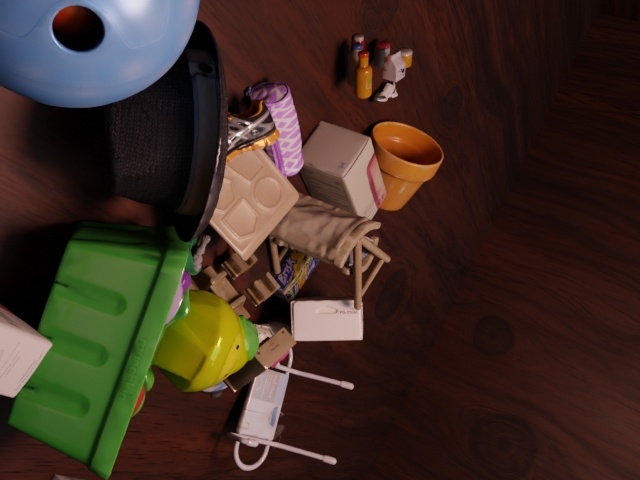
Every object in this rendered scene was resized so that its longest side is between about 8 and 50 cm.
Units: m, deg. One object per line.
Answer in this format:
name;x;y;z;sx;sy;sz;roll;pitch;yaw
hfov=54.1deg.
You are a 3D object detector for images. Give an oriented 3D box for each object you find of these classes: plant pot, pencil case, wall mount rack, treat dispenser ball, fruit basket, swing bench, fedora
plant pot;0.206;-0.192;1.725;0.205;0.205;0.188;-32;153;-46
pencil case;-0.086;-0.226;1.284;0.206;0.086;0.088;76;12;-48
wall mount rack;-0.080;0.445;1.646;0.304;0.130;0.350;26;72;-37
treat dispenser ball;-0.277;-0.294;0.688;0.288;0.288;0.288;-40;143;-39
fruit basket;-0.262;0.167;1.022;0.391;0.283;0.392;-3;103;-14
swing bench;0.000;0.000;1.422;0.165;0.253;0.255;-57;154;-19
fedora;-0.246;-0.163;0.908;0.152;0.334;0.334;2;113;-26

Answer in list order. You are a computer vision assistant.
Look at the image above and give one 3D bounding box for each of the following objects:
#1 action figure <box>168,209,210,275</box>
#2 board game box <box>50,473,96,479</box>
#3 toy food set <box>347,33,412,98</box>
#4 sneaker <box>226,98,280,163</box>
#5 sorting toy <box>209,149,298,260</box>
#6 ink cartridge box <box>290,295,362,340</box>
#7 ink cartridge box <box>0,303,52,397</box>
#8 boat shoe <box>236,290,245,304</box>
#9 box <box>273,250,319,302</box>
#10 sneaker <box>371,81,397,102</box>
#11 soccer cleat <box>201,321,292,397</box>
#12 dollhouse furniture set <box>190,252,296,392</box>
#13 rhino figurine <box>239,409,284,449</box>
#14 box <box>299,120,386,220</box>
action figure;-0.244;-0.016;1.161;0.063;0.137;0.232;-18;142;-23
board game box;-0.472;0.607;1.264;0.224;0.097;0.303;-59;153;-14
toy food set;0.132;-0.433;1.473;0.232;0.111;0.105;-39;143;-36
sneaker;-0.177;-0.193;1.152;0.214;0.084;0.083;-30;124;-29
sorting toy;-0.158;-0.095;1.256;0.193;0.038;0.208;-51;120;-24
ink cartridge box;0.017;0.195;1.596;0.237;0.171;0.100;71;18;-87
ink cartridge box;-0.480;0.104;0.788;0.092;0.158;0.218;-58;151;-13
boat shoe;-0.227;0.167;1.395;0.152;0.056;0.049;-37;155;-41
box;-0.060;0.071;1.593;0.169;0.059;0.054;-55;149;-20
sneaker;0.166;-0.391;1.654;0.109;0.040;0.044;-37;125;-48
soccer cleat;-0.168;0.244;1.482;0.331;0.116;0.143;-27;130;-51
dollhouse furniture set;-0.192;0.174;1.316;0.212;0.242;0.161;-36;176;-42
rhino figurine;-0.156;0.515;1.753;0.106;0.073;0.243;-56;147;-25
box;0.054;-0.154;1.519;0.127;0.148;0.232;-56;151;-19
